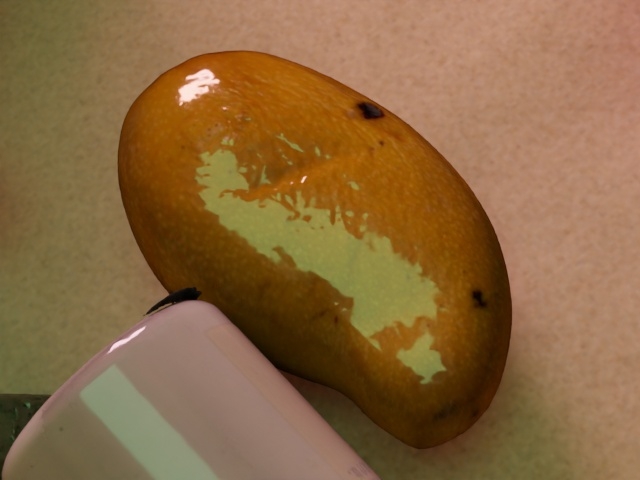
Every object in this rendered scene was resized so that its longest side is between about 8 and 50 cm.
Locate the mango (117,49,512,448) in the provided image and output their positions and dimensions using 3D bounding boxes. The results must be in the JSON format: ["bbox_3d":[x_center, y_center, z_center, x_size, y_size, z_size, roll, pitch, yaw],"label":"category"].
[{"bbox_3d":[-0.001,0.001,0.899,0.157,0.109,0.262,-38,73,-17],"label":"mango"}]

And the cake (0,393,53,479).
[{"bbox_3d":[-0.234,0.153,0.838,0.284,0.172,0.158,-10,76,1],"label":"cake"}]

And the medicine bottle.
[{"bbox_3d":[-0.022,0.162,0.810,0.143,0.143,0.258,-43,77,-9],"label":"medicine bottle"}]
